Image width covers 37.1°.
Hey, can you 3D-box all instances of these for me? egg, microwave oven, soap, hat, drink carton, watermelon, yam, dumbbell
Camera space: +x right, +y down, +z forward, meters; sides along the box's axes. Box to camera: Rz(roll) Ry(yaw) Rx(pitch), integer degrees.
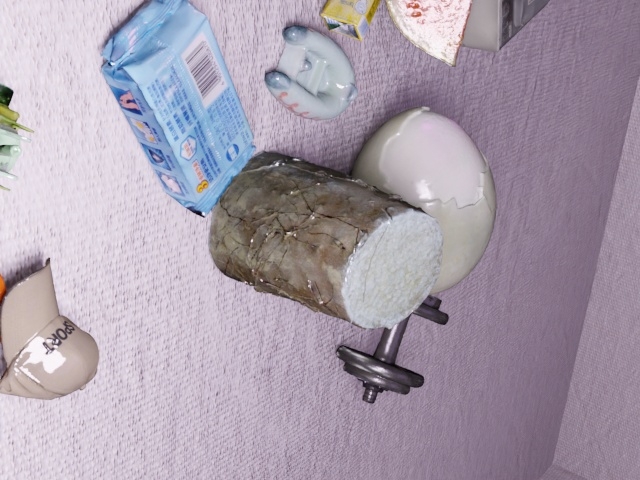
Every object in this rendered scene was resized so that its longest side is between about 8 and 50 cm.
[{"bbox_3d":[0.183,-0.078,1.735,0.278,0.278,0.336,-43,144,-38],"label":"egg"},{"bbox_3d":[0.326,-0.475,1.825,0.240,0.194,0.145,-44,143,-41],"label":"microwave oven"},{"bbox_3d":[-0.183,-0.182,1.276,0.156,0.077,0.293,-51,145,-27],"label":"soap"},{"bbox_3d":[-0.326,0.111,1.164,0.147,0.085,0.175,-57,157,-56],"label":"hat"},{"bbox_3d":[0.075,-0.430,1.546,0.200,0.084,0.074,-67,160,-7],"label":"drink carton"},{"bbox_3d":[0.192,-0.472,1.678,0.128,0.159,0.304,-73,172,-75],"label":"watermelon"},{"bbox_3d":[0.000,0.000,1.465,0.241,0.348,0.241,-20,119,-40],"label":"yam"},{"bbox_3d":[0.146,0.192,1.931,0.192,0.192,0.290,25,85,-60],"label":"dumbbell"}]

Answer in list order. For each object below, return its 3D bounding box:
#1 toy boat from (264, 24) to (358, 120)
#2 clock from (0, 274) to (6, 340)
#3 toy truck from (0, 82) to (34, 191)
[{"bbox_3d":[-0.004,-0.261,1.525,0.207,0.078,0.134,26,82,-59],"label":"toy boat"},{"bbox_3d":[-0.435,0.100,1.059,0.205,0.051,0.205,-38,139,-43],"label":"clock"},{"bbox_3d":[-0.385,-0.123,0.925,0.259,0.135,0.128,28,83,-57],"label":"toy truck"}]
